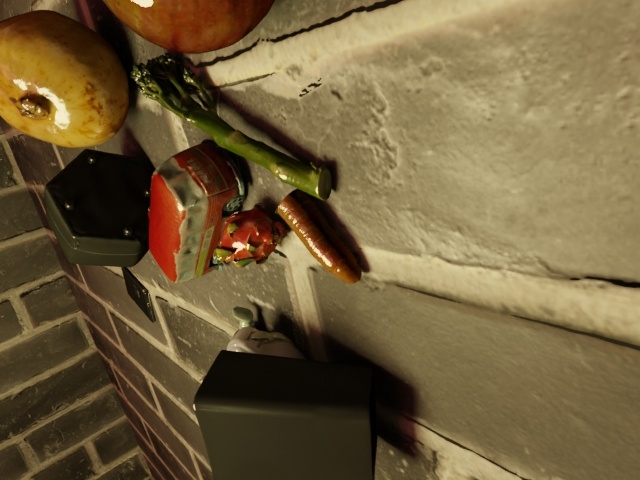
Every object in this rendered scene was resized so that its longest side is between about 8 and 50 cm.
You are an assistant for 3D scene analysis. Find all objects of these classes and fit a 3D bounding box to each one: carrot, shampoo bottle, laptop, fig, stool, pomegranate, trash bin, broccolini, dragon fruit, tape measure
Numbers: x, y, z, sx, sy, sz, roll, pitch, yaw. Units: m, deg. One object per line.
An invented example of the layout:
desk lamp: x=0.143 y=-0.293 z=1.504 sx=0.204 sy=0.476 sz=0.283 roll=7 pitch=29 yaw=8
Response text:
carrot: x=0.000 y=0.000 z=0.565 sx=0.139 sy=0.048 sz=0.048 roll=52 pitch=143 yaw=14
shampoo bottle: x=-0.130 y=0.218 z=0.854 sx=0.065 sy=0.065 sz=0.205 roll=25 pitch=130 yaw=41
laptop: x=-0.573 y=0.165 z=1.420 sx=0.180 sy=0.016 sz=0.129 roll=33 pitch=134 yaw=37
fig: x=-0.131 y=-0.277 z=0.449 sx=0.205 sy=0.205 sz=0.205 roll=30 pitch=133 yaw=38
stool: x=-0.428 y=-0.064 z=0.924 sx=0.232 sy=0.232 sz=0.141 roll=57 pitch=142 yaw=9
pomegranate: x=-0.470 y=-0.284 z=0.817 sx=0.248 sy=0.248 sz=0.248 roll=30 pitch=133 yaw=38
trash bin: x=-0.037 y=0.251 z=0.634 sx=0.225 sy=0.115 sz=0.165 roll=-1 pitch=115 yaw=10
broccolini: x=-0.126 y=-0.172 z=0.622 sx=0.392 sy=0.078 sz=0.074 roll=32 pitch=124 yaw=26
dragon fruit: x=-0.109 y=-0.001 z=0.665 sx=0.116 sy=0.086 sz=0.081 roll=-33 pitch=80 yaw=44
tape measure: x=-0.096 y=0.241 z=0.769 sx=0.178 sy=0.105 sz=0.196 roll=39 pitch=122 yaw=-1

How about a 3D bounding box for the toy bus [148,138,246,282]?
toy bus: x=-0.210 y=-0.037 z=0.742 sx=0.121 sy=0.119 sz=0.265 roll=50 pitch=143 yaw=15
